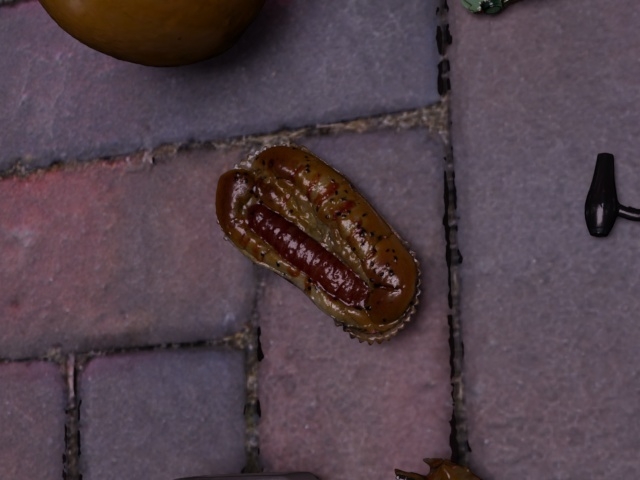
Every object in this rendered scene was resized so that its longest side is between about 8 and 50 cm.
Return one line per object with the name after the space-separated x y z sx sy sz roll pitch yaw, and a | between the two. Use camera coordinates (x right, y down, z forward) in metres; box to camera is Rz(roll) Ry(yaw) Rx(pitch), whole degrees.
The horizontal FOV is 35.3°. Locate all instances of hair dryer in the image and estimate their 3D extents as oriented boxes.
0.285 -0.038 0.920 0.083 0.031 0.079 9 76 10 | hair dryer

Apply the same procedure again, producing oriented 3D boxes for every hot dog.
0.000 0.000 1.004 0.252 0.069 0.131 41 97 21 | hot dog

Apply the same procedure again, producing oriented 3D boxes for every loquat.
-0.172 -0.305 1.022 0.263 0.263 0.263 -4 80 22 | loquat

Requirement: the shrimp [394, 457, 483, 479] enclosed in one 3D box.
0.130 0.282 0.915 0.132 0.051 0.187 -42 72 11 | shrimp

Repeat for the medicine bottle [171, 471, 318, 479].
-0.069 0.372 0.955 0.161 0.111 0.296 -9 77 23 | medicine bottle

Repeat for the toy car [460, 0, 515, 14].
0.194 -0.259 0.982 0.121 0.035 0.059 -18 75 28 | toy car
